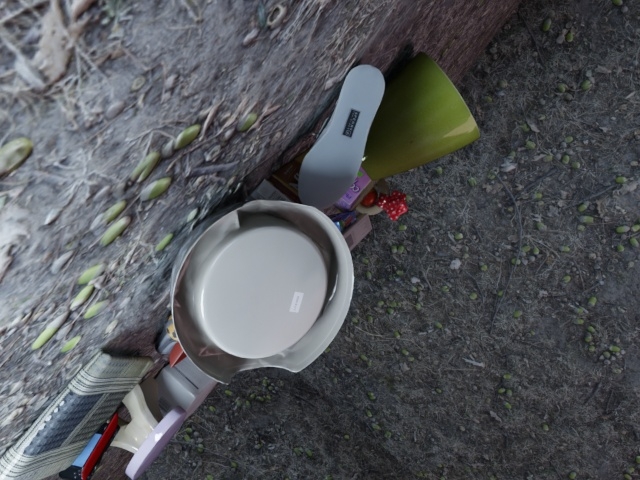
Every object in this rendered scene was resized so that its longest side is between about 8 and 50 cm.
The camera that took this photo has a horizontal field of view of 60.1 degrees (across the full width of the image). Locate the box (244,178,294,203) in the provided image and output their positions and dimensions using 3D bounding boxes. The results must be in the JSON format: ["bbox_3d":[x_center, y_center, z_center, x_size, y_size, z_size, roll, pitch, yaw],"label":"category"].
[{"bbox_3d":[-0.119,-0.008,1.108,0.186,0.145,0.038,-50,174,-11],"label":"box"}]

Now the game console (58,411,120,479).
[{"bbox_3d":[-0.527,0.463,1.254,0.144,0.124,0.085,-67,149,-43],"label":"game console"}]

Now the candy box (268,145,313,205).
[{"bbox_3d":[-0.026,-0.130,1.216,0.186,0.109,0.053,-43,170,-49],"label":"candy box"}]

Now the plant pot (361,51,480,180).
[{"bbox_3d":[0.221,-0.296,1.475,0.293,0.275,0.275,-36,177,9],"label":"plant pot"}]

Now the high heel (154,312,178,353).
[{"bbox_3d":[-0.250,0.200,1.320,0.261,0.093,0.186,-8,153,-35],"label":"high heel"}]

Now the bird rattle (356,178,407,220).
[{"bbox_3d":[0.218,-0.185,2.172,0.207,0.254,0.143,-26,-174,28],"label":"bird rattle"}]

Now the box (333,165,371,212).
[{"bbox_3d":[0.122,-0.218,1.751,0.243,0.117,0.213,-51,175,-5],"label":"box"}]

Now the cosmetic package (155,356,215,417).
[{"bbox_3d":[-0.435,0.466,1.741,0.224,0.138,0.224,-53,172,22],"label":"cosmetic package"}]

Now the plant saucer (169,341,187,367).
[{"bbox_3d":[-0.305,0.208,1.547,0.258,0.047,0.259,-52,175,18],"label":"plant saucer"}]

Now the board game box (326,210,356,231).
[{"bbox_3d":[-0.005,-0.044,1.712,0.201,0.035,0.136,-10,-167,28],"label":"board game box"}]

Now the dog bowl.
[{"bbox_3d":[-0.111,0.085,1.010,0.349,0.349,0.102,-49,-147,-9],"label":"dog bowl"}]

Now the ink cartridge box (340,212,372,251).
[{"bbox_3d":[0.000,0.000,1.753,0.261,0.066,0.296,-12,-169,24],"label":"ink cartridge box"}]

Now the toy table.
[{"bbox_3d":[-0.477,0.487,1.443,0.274,0.161,0.252,-54,173,24],"label":"toy table"}]

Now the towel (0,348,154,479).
[{"bbox_3d":[-0.485,0.345,1.102,0.312,0.056,0.324,-52,173,-12],"label":"towel"}]

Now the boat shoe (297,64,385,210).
[{"bbox_3d":[0.039,-0.205,1.133,0.105,0.113,0.306,-138,-114,-87],"label":"boat shoe"}]
